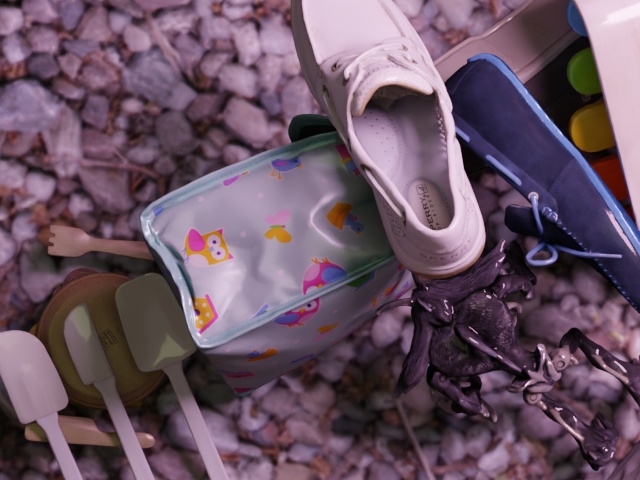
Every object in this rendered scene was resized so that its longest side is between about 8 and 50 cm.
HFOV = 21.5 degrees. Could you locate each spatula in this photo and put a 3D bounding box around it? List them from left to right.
[{"bbox_3d":[-0.169,0.162,1.473,0.168,0.019,0.242,-23,103,-5],"label":"spatula"}]

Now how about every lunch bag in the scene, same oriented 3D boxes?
[{"bbox_3d":[0.000,0.000,1.422,0.262,0.223,0.160,-28,75,-2],"label":"lunch bag"}]

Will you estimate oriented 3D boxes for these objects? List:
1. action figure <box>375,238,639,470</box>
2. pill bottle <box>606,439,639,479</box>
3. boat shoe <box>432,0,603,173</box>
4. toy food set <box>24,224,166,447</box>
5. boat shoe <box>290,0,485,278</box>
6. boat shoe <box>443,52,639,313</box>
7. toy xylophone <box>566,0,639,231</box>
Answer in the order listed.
[{"bbox_3d":[0.157,0.092,1.448,0.276,0.141,0.164,32,95,-21],"label":"action figure"},{"bbox_3d":[0.378,0.303,1.415,0.318,0.176,0.176,36,86,3],"label":"pill bottle"},{"bbox_3d":[0.230,-0.176,1.517,0.335,0.095,0.112,-32,49,-6],"label":"boat shoe"},{"bbox_3d":[-0.198,0.090,1.512,0.132,0.038,0.192,8,82,-10],"label":"toy food set"},{"bbox_3d":[0.053,-0.109,1.286,0.098,0.096,0.277,-24,70,-3],"label":"boat shoe"},{"bbox_3d":[0.189,-0.036,1.401,0.089,0.109,0.258,-39,71,8],"label":"boat shoe"},{"bbox_3d":[0.324,-0.110,1.442,0.236,0.081,0.322,-11,111,-5],"label":"toy xylophone"}]
